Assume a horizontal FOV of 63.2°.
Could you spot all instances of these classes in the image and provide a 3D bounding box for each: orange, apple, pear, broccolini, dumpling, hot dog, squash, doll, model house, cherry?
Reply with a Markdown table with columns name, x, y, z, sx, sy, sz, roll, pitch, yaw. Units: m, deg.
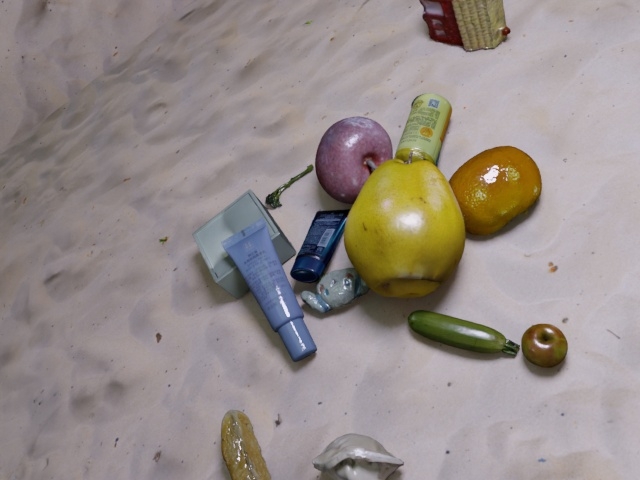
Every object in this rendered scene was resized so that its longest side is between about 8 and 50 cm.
| name | x | y | z | sx | sy | sz | roll | pitch | yaw |
| --- | --- | --- | --- | --- | --- | --- | --- | --- | --- |
| orange | 0.415 | -0.126 | 1.249 | 0.237 | 0.158 | 0.179 | -31 | 67 | 6 |
| apple | 0.458 | 0.214 | 1.063 | 0.089 | 0.074 | 0.090 | -13 | 54 | 18 |
| pear | 0.189 | -0.033 | 1.219 | 0.284 | 0.285 | 0.337 | -24 | 80 | 13 |
| broccolini | -0.102 | -0.177 | 1.634 | 0.194 | 0.054 | 0.052 | -46 | 32 | -7 |
| dumpling | 0.069 | 0.461 | 1.079 | 0.199 | 0.136 | 0.119 | -21 | 59 | 28 |
| hot dog | -0.178 | 0.512 | 1.208 | 0.073 | 0.084 | 0.243 | -35 | 52 | 3 |
| squash | 0.307 | 0.205 | 1.154 | 0.251 | 0.066 | 0.066 | 11 | 66 | 33 |
| doll | 0.050 | 0.124 | 1.341 | 0.213 | 0.071 | 0.104 | -23 | 61 | 11 |
| model house | 0.454 | -0.699 | 1.568 | 0.253 | 0.196 | 0.160 | 34 | 78 | 38 |
| cherry | 0.089 | -0.223 | 1.436 | 0.236 | 0.212 | 0.285 | -51 | 31 | 3 |

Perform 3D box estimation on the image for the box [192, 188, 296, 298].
| name | x | y | z | sx | sy | sz | roll | pitch | yaw |
| --- | --- | --- | --- | --- | --- | --- | --- | --- | --- |
| box | -0.224 | 0.008 | 1.531 | 0.224 | 0.117 | 0.225 | -38 | 50 | 1 |

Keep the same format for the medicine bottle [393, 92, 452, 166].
| name | x | y | z | sx | sy | sz | roll | pitch | yaw |
| --- | --- | --- | --- | --- | --- | --- | --- | --- | --- |
| medicine bottle | 0.284 | -0.284 | 1.446 | 0.124 | 0.124 | 0.239 | 6 | 65 | 31 |

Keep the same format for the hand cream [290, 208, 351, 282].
| name | x | y | z | sx | sy | sz | roll | pitch | yaw |
| --- | --- | --- | --- | --- | --- | --- | --- | --- | --- |
| hand cream | 0.000 | 0.000 | 1.431 | 0.120 | 0.061 | 0.271 | -3 | 43 | 28 |

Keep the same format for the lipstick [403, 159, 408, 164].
| name | x | y | z | sx | sy | sz | roll | pitch | yaw |
| --- | --- | --- | --- | --- | --- | --- | --- | --- | --- |
| lipstick | 0.239 | -0.135 | 1.364 | 0.045 | 0.146 | 0.045 | -17 | 10 | 19 |

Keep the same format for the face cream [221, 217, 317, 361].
| name | x | y | z | sx | sy | sz | roll | pitch | yaw |
| --- | --- | --- | --- | --- | --- | --- | --- | --- | --- |
| face cream | -0.125 | 0.129 | 1.352 | 0.135 | 0.086 | 0.386 | -30 | 70 | 2 |
